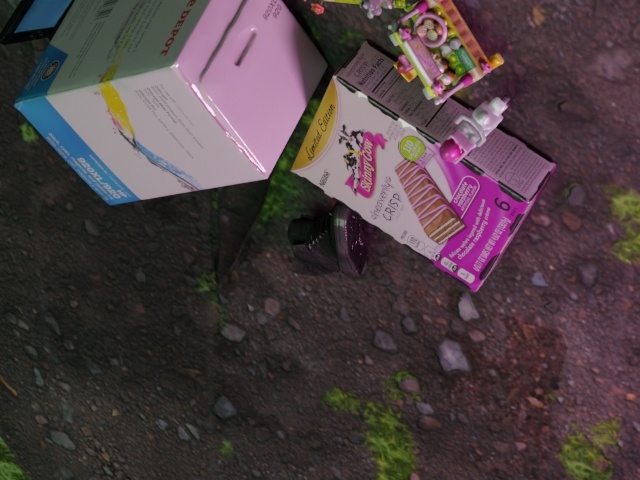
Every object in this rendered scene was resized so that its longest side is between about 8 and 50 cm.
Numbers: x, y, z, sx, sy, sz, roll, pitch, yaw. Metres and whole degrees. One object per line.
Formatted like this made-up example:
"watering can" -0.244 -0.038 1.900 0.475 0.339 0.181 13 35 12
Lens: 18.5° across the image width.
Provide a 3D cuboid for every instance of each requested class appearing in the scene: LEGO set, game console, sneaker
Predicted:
"LEGO set" 0.054 -0.197 1.855 0.287 0.107 0.132 40 129 9
"game console" -0.273 -0.229 2.122 0.122 0.107 0.071 -45 67 49
"sneaker" 0.001 -0.002 2.113 0.089 0.051 0.170 15 158 14

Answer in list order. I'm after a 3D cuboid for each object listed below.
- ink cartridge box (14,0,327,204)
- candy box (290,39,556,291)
"ink cartridge box" -0.149 -0.161 1.991 0.232 0.171 0.168 -8 134 40
"candy box" 0.100 -0.073 1.982 0.233 0.071 0.159 34 140 7
